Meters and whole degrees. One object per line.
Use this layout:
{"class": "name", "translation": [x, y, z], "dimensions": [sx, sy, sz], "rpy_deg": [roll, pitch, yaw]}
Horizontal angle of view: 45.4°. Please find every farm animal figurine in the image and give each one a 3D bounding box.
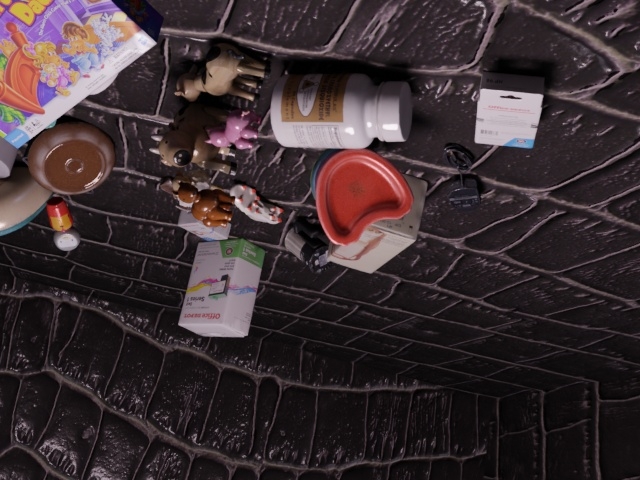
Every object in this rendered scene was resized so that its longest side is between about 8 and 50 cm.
{"class": "farm animal figurine", "translation": [-0.226, -0.206, 1.443], "dimensions": [0.172, 0.331, 0.327], "rpy_deg": [14, -171, -14]}

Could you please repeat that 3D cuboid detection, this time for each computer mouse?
{"class": "computer mouse", "translation": [0.296, -0.135, 1.611], "dimensions": [0.071, 0.041, 0.242], "rpy_deg": [-4, 150, 16]}

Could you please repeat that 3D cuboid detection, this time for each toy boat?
{"class": "toy boat", "translation": [-0.770, -0.069, 2.002], "dimensions": [0.318, 0.267, 0.148], "rpy_deg": [15, 132, 24]}

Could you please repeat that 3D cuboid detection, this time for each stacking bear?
{"class": "stacking bear", "translation": [0.056, -0.118, 1.520], "dimensions": [0.175, 0.164, 0.289], "rpy_deg": [-28, -167, 2]}

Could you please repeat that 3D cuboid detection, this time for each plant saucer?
{"class": "plant saucer", "translation": [-0.571, -0.180, 1.772], "dimensions": [0.198, 0.036, 0.199], "rpy_deg": [-17, 134, -18]}

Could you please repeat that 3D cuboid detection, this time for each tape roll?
{"class": "tape roll", "translation": [-0.883, -0.236, 1.929], "dimensions": [0.219, 0.072, 0.219], "rpy_deg": [10, 161, 4]}

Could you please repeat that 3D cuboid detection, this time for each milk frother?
{"class": "milk frother", "translation": [0.000, 0.000, 2.064], "dimensions": [0.143, 0.129, 0.134], "rpy_deg": [-9, -148, -33]}

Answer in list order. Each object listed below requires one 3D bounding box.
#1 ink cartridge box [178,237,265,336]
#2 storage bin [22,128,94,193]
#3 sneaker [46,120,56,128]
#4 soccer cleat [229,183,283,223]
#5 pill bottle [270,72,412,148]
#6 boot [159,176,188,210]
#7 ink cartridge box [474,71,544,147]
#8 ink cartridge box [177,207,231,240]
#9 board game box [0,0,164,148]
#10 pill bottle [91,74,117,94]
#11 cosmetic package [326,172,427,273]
{"class": "ink cartridge box", "translation": [-0.302, 0.147, 2.349], "dimensions": [0.201, 0.278, 0.117], "rpy_deg": [-5, 155, 38]}
{"class": "storage bin", "translation": [-0.632, -0.194, 1.884], "dimensions": [0.121, 0.085, 0.180], "rpy_deg": [7, 161, 10]}
{"class": "sneaker", "translation": [-0.668, -0.293, 1.692], "dimensions": [0.166, 0.065, 0.076], "rpy_deg": [22, 175, -18]}
{"class": "soccer cleat", "translation": [-0.175, -0.087, 1.954], "dimensions": [0.076, 0.068, 0.196], "rpy_deg": [0, 161, 36]}
{"class": "pill bottle", "translation": [0.039, -0.228, 1.346], "dimensions": [0.229, 0.131, 0.131], "rpy_deg": [4, 159, 19]}
{"class": "boot", "translation": [-0.384, -0.124, 2.007], "dimensions": [0.114, 0.037, 0.106], "rpy_deg": [22, 145, -36]}
{"class": "ink cartridge box", "translation": [0.319, -0.228, 1.293], "dimensions": [0.104, 0.060, 0.180], "rpy_deg": [8, 160, 11]}
{"class": "ink cartridge box", "translation": [-0.330, -0.046, 2.170], "dimensions": [0.088, 0.052, 0.122], "rpy_deg": [-6, 153, 40]}
{"class": "board game box", "translation": [-0.455, -0.319, 1.201], "dimensions": [0.347, 0.078, 0.233], "rpy_deg": [-28, 130, 27]}
{"class": "pill bottle", "translation": [-0.444, -0.345, 1.321], "dimensions": [0.111, 0.112, 0.186], "rpy_deg": [-4, 155, 38]}
{"class": "cosmetic package", "translation": [0.126, -0.041, 1.787], "dimensions": [0.129, 0.153, 0.296], "rpy_deg": [17, 158, -10]}
